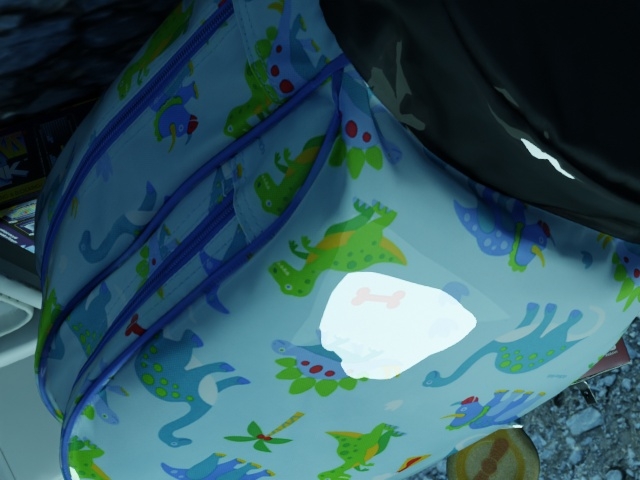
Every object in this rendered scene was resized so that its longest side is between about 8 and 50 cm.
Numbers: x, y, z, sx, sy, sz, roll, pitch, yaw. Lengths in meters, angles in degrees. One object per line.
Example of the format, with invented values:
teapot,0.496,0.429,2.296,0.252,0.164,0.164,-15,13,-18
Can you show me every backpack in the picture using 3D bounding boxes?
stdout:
backpack,0.000,0.000,0.644,0.355,0.273,0.290,-21,150,38

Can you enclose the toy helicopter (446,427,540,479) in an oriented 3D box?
toy helicopter,0.166,0.064,1.131,0.235,0.355,0.140,-3,173,9

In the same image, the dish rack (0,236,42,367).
dish rack,-0.319,0.032,0.676,0.285,0.072,0.333,-22,158,13

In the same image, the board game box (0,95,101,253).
board game box,-0.176,-0.035,0.830,0.141,0.048,0.170,-17,170,-1

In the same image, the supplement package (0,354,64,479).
supplement package,-0.325,0.151,0.933,0.293,0.175,0.177,-28,177,16

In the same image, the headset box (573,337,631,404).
headset box,0.282,0.068,1.583,0.110,0.293,0.218,-19,170,1
